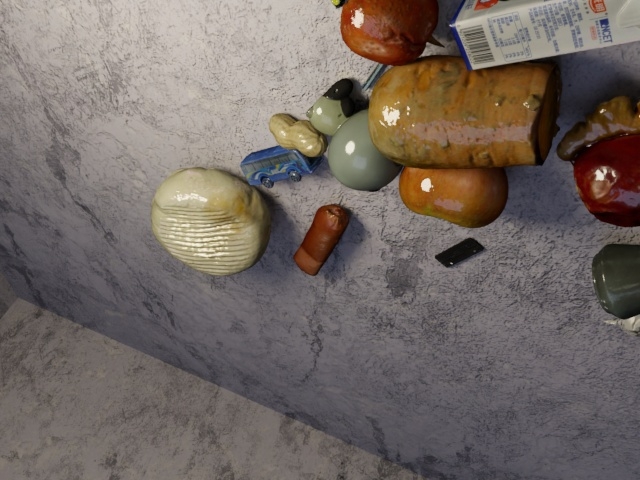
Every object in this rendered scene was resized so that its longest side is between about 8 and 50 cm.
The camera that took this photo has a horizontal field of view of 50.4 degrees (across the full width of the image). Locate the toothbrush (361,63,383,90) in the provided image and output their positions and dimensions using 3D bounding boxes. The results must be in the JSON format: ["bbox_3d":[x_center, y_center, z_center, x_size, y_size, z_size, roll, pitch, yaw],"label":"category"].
[{"bbox_3d":[0.139,-0.380,1.408,0.019,0.016,0.219,27,147,-11],"label":"toothbrush"}]

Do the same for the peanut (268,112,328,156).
[{"bbox_3d":[-0.058,-0.257,1.644,0.187,0.082,0.082,25,151,38],"label":"peanut"}]

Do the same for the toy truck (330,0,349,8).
[{"bbox_3d":[0.047,-0.498,1.275,0.077,0.076,0.111,50,148,8],"label":"toy truck"}]

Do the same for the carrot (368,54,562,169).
[{"bbox_3d":[0.271,-0.241,1.303,0.341,0.224,0.224,9,142,25],"label":"carrot"}]

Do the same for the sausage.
[{"bbox_3d":[0.000,0.001,1.958,0.097,0.094,0.348,41,149,6],"label":"sausage"}]

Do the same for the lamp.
[{"bbox_3d":[0.083,-0.226,1.526,0.244,0.198,0.197,51,147,7],"label":"lamp"}]

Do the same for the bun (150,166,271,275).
[{"bbox_3d":[-0.313,-0.069,1.984,0.365,0.219,0.365,6,137,6],"label":"bun"}]

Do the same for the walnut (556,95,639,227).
[{"bbox_3d":[0.582,-0.154,1.225,0.269,0.222,0.243,-20,103,33],"label":"walnut"}]

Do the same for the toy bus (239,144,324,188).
[{"bbox_3d":[-0.107,-0.201,1.776,0.237,0.079,0.094,-8,131,43],"label":"toy bus"}]

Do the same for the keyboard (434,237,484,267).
[{"bbox_3d":[0.365,0.033,1.800,0.053,0.010,0.155,38,146,-12],"label":"keyboard"}]

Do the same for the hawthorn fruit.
[{"bbox_3d":[0.140,-0.398,1.240,0.200,0.179,0.179,33,147,-7],"label":"hawthorn fruit"}]

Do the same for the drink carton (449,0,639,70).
[{"bbox_3d":[0.386,-0.381,1.119,0.315,0.130,0.106,-1,138,38],"label":"drink carton"}]

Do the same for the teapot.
[{"bbox_3d":[0.730,0.084,1.468,0.225,0.171,0.203,-14,138,39],"label":"teapot"}]

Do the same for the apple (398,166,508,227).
[{"bbox_3d":[0.290,-0.125,1.479,0.235,0.173,0.210,14,-172,7],"label":"apple"}]

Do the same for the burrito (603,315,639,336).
[{"bbox_3d":[0.872,0.173,1.530,0.446,0.101,0.139,-12,140,42],"label":"burrito"}]
